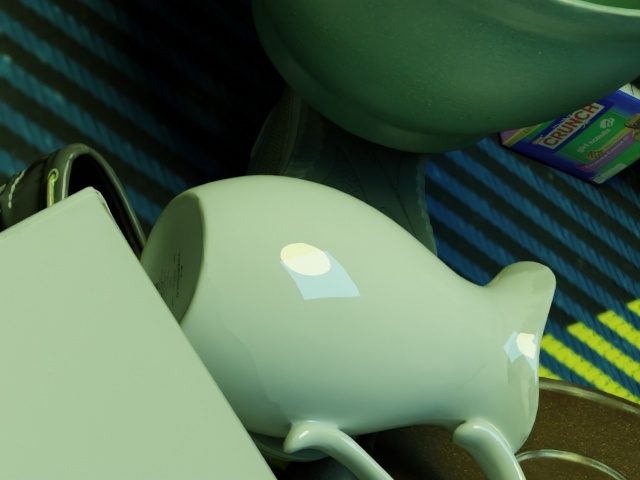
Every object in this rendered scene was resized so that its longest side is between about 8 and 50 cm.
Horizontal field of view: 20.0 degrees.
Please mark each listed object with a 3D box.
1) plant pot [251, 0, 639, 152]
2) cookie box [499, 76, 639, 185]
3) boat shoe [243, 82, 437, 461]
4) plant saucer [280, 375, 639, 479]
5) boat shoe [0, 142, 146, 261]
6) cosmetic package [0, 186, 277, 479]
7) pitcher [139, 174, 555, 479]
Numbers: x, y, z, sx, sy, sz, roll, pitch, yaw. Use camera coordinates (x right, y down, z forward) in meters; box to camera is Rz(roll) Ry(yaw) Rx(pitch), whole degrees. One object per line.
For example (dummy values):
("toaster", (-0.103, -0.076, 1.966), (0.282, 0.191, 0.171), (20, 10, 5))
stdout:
("plant pot", (0.074, -0.173, 1.022), (0.293, 0.196, 0.293), (15, 48, -18))
("cookie box", (0.197, -0.092, 1.325), (0.107, 0.092, 0.040), (20, 48, -36))
("boat shoe", (-0.002, -0.002, 1.060), (0.118, 0.103, 0.320), (20, 51, -15))
("plant saucer", (0.131, 0.154, 0.981), (0.310, 0.050, 0.310), (10, 27, -5))
("boat shoe", (-0.107, 0.061, 0.933), (0.081, 0.068, 0.228), (-11, 73, -48))
("cosmetic package", (-0.099, 0.186, 0.793), (0.197, 0.155, 0.365), (-31, 88, -51))
("pitcher", (0.016, 0.064, 0.893), (0.207, 0.125, 0.178), (17, 51, -26))
